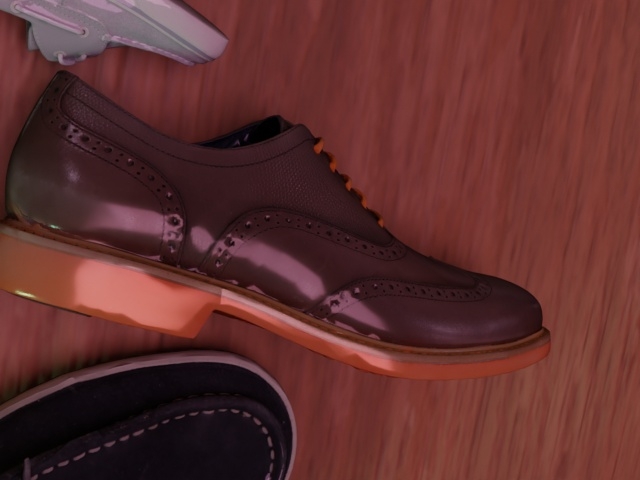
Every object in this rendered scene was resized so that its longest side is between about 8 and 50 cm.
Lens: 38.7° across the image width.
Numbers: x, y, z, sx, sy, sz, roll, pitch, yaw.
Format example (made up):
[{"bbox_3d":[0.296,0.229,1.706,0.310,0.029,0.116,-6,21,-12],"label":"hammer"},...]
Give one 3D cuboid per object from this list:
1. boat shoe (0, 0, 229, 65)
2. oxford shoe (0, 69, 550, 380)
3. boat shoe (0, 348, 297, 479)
[{"bbox_3d":[-0.139,-0.127,0.479,0.184,0.066,0.063,21,107,-31],"label":"boat shoe"},{"bbox_3d":[0.000,0.000,0.543,0.363,0.130,0.133,14,90,-28],"label":"oxford shoe"},{"bbox_3d":[-0.187,0.208,0.441,0.500,0.156,0.187,-25,110,-38],"label":"boat shoe"}]
